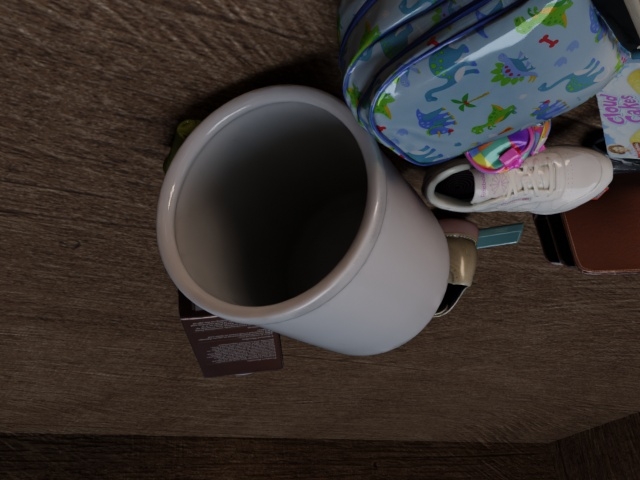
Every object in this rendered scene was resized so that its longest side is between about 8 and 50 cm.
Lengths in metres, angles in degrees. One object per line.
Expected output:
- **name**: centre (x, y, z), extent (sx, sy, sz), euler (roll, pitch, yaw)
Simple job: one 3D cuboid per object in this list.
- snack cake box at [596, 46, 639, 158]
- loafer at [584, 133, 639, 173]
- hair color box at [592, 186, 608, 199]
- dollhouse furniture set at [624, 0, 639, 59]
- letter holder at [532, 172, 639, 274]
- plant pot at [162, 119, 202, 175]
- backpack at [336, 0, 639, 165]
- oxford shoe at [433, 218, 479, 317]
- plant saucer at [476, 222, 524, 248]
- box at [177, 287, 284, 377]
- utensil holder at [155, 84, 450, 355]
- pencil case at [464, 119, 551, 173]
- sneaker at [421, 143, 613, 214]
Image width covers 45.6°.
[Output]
- **snack cake box**: centre (0.481, -0.212, 1.087), extent (0.152, 0.089, 0.264), euler (5, 160, 28)
- **loafer**: centre (0.558, -0.154, 1.287), extent (0.224, 0.076, 0.078), euler (-5, 161, 3)
- **hair color box**: centre (0.425, -0.111, 1.339), extent (0.141, 0.071, 0.043), euler (-1, 152, -16)
- **dollhouse furniture set**: centre (0.382, -0.277, 0.661), extent (0.198, 0.303, 0.286), euler (4, 154, 41)
- **letter holder**: centre (0.582, -0.012, 1.415), extent (0.302, 0.214, 0.152), euler (-7, 153, -2)
- **plant pot**: centre (-0.190, -0.135, 1.135), extent (0.083, 0.083, 0.079), euler (0, 138, -16)
- **backpack**: centre (0.185, -0.244, 0.871), extent (0.356, 0.273, 0.290), euler (-6, 163, 30)
- **oxford shoe**: centre (0.200, 0.094, 1.572), extent (0.141, 0.146, 0.397), euler (7, 155, -11)
- **plant saucer**: centre (0.325, -0.001, 1.585), extent (0.192, 0.018, 0.067), euler (-9, 153, 0)
- **box**: centre (-0.185, 0.171, 1.652), extent (0.191, 0.143, 0.381), euler (-6, 151, -4)
- **utensil holder**: centre (0.000, 0.000, 1.146), extent (0.328, 0.327, 0.385), euler (-18, 156, 19)
- **pencil case**: centre (0.270, -0.155, 1.082), extent (0.105, 0.104, 0.236), euler (-24, -178, 28)
- **sneaker**: centre (0.311, -0.086, 1.226), extent (0.305, 0.114, 0.152), euler (-6, -172, 16)
